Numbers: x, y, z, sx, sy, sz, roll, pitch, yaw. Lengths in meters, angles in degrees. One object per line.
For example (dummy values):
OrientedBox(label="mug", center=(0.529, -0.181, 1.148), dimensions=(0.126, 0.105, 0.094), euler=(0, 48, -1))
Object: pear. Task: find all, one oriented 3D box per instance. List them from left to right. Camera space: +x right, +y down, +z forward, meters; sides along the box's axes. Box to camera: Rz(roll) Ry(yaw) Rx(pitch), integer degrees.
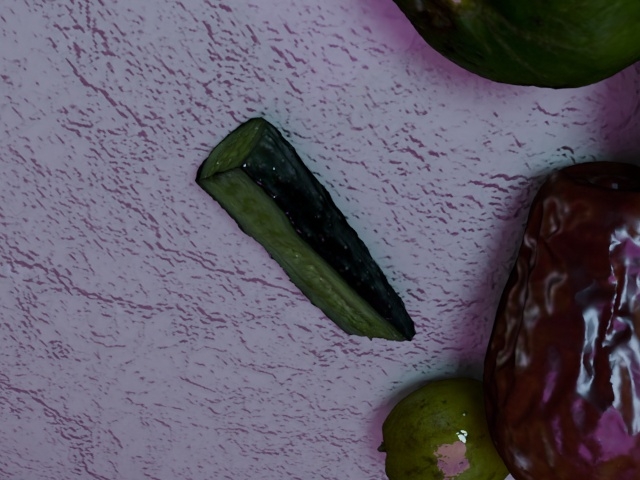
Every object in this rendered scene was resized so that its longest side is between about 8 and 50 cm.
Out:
OrientedBox(label="pear", center=(0.115, 0.176, 0.659), dimensions=(0.131, 0.107, 0.107), euler=(-11, 120, 4))

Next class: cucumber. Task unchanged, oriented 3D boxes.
OrientedBox(label="cucumber", center=(0.000, -0.002, 0.591), dimensions=(0.078, 0.062, 0.211), euler=(-7, 134, 50))

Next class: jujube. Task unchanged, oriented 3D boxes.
OrientedBox(label="jujube", center=(0.211, 0.075, 0.546), dimensions=(0.190, 0.190, 0.255), euler=(1, 109, 4))

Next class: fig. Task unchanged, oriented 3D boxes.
OrientedBox(label="fig", center=(0.145, -0.220, 0.405), dimensions=(0.203, 0.203, 0.235), euler=(37, 78, -17))
